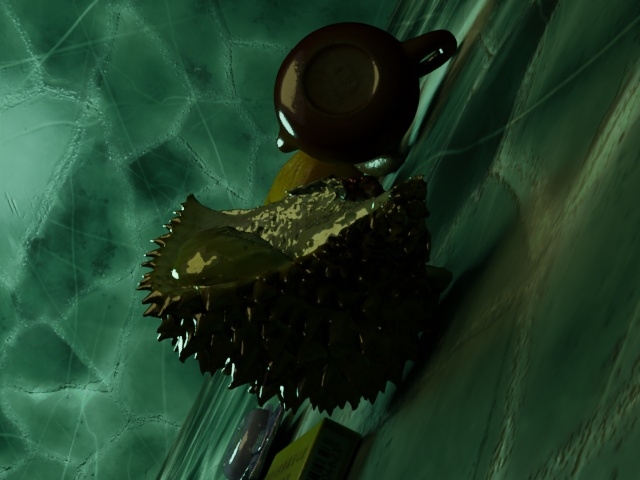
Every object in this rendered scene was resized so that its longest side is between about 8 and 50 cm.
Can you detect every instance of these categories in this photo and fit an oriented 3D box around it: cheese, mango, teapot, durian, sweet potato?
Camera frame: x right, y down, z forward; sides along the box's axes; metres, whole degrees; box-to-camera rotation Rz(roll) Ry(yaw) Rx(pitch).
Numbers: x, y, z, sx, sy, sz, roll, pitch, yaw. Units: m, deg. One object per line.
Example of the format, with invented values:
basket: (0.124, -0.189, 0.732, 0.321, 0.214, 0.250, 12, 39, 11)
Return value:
cheese: (-0.071, 0.225, 1.473, 0.105, 0.042, 0.191, -67, 8, -18)
mango: (-0.032, 0.003, 1.812, 0.294, 0.120, 0.177, -65, 12, 0)
teapot: (0.053, -0.182, 1.627, 0.252, 0.178, 0.135, -28, -16, 1)
durian: (-0.015, 0.036, 0.988, 0.306, 0.172, 0.166, -17, 43, 52)
sweet potato: (0.074, -0.126, 1.722, 0.078, 0.058, 0.255, -42, 16, 18)

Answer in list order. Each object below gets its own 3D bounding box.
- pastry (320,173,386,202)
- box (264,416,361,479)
pastry: (0.000, 0.001, 1.624, 0.115, 0.097, 0.208, -84, 20, -47)
box: (-0.053, 0.278, 1.023, 0.279, 0.041, 0.153, -65, 6, -25)
